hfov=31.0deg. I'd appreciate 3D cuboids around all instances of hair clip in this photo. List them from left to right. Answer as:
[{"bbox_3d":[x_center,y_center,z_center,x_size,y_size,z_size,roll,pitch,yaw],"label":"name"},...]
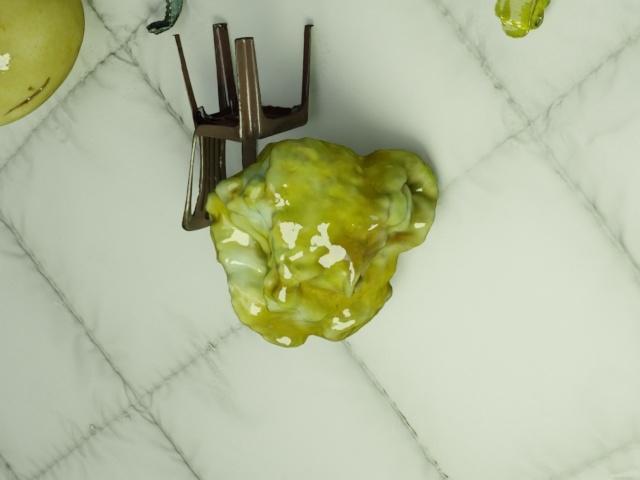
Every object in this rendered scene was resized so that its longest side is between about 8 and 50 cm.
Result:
[{"bbox_3d":[0.280,-0.356,1.546,0.072,0.046,0.173,23,120,24],"label":"hair clip"}]

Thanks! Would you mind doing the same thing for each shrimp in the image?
[{"bbox_3d":[-0.251,-0.418,1.844,0.082,0.076,0.174,-128,32,-55],"label":"shrimp"}]

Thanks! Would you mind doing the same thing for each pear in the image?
[{"bbox_3d":[-0.547,-0.344,1.910,0.309,0.309,0.309,13,117,26],"label":"pear"}]

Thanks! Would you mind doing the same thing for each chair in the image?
[{"bbox_3d":[-0.121,-0.167,1.797,0.183,0.175,0.327,11,113,36],"label":"chair"}]

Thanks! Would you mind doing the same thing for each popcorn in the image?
[{"bbox_3d":[-0.008,-0.010,1.746,0.294,0.292,0.334,50,134,13],"label":"popcorn"}]
